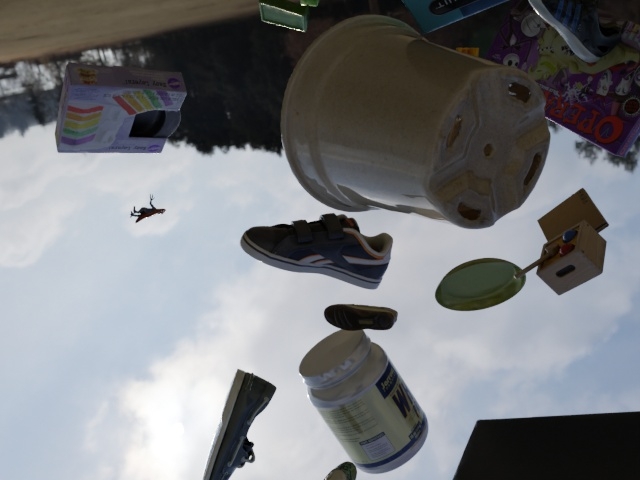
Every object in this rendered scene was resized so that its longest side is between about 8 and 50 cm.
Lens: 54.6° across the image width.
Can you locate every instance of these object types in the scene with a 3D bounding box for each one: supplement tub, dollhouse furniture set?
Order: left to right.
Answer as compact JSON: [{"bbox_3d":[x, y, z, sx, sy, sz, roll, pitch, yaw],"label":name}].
[{"bbox_3d":[-0.086,-0.805,1.845,0.151,0.198,0.301,19,164,6],"label":"dollhouse furniture set"},{"bbox_3d":[0.110,0.413,1.619,0.235,0.325,0.235,-30,-166,9],"label":"supplement tub"}]

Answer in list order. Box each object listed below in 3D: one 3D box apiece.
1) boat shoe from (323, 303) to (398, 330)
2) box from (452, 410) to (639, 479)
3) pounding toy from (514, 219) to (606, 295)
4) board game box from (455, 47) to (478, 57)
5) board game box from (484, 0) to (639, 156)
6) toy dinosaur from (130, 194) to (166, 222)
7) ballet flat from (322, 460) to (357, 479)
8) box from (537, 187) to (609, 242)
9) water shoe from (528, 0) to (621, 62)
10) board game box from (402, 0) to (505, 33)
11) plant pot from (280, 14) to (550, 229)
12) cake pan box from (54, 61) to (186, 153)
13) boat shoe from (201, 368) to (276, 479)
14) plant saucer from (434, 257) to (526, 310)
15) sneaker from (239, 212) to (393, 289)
[{"bbox_3d":[0.104,0.190,1.573,0.189,0.068,0.072,6,-162,23],"label":"boat shoe"},{"bbox_3d":[0.347,0.392,0.650,0.293,0.396,0.212,-19,-157,45],"label":"box"},{"bbox_3d":[0.502,0.040,1.299,0.141,0.100,0.130,-41,-171,44],"label":"pounding toy"},{"bbox_3d":[0.202,-0.535,1.800,0.389,0.050,0.390,-3,-164,-15],"label":"board game box"},{"bbox_3d":[0.469,-0.327,1.155,0.056,0.208,0.347,-5,-144,-40],"label":"board game box"},{"bbox_3d":[-0.389,-0.059,1.410,0.082,0.047,0.090,5,-132,-32],"label":"toy dinosaur"},{"bbox_3d":[0.016,0.584,1.430,0.188,0.070,0.070,-47,-148,-23],"label":"ballet flat"},{"bbox_3d":[0.715,-0.051,1.775,0.164,0.021,0.201,-40,-158,24],"label":"box"},{"bbox_3d":[0.428,-0.395,1.051,0.080,0.203,0.073,-34,-155,43],"label":"water shoe"},{"bbox_3d":[0.185,-0.455,0.837,0.253,0.079,0.336,-13,152,29],"label":"board game box"},{"bbox_3d":[0.156,-0.165,0.941,0.333,0.334,0.305,-20,-153,-25],"label":"plant pot"},{"bbox_3d":[-0.463,-0.296,1.438,0.266,0.070,0.246,-4,155,-34],"label":"cake pan box"},{"bbox_3d":[-0.176,0.429,1.279,0.099,0.320,0.116,17,180,-7],"label":"boat shoe"},{"bbox_3d":[0.418,0.112,1.642,0.240,0.241,0.037,-11,-127,5],"label":"plant saucer"},{"bbox_3d":[0.000,0.000,1.270,0.321,0.128,0.126,14,-157,-24],"label":"sneaker"}]
